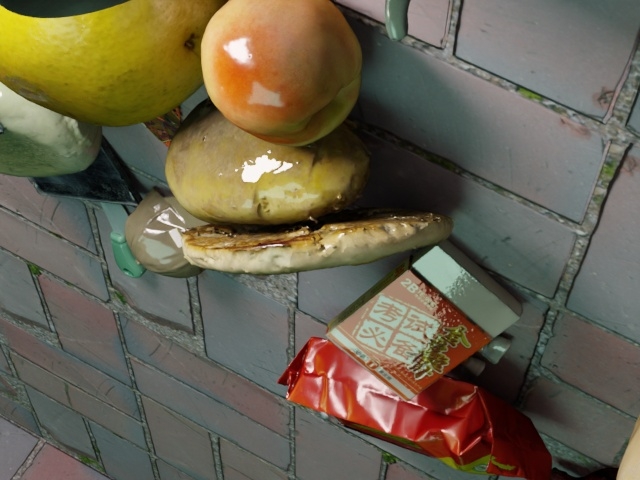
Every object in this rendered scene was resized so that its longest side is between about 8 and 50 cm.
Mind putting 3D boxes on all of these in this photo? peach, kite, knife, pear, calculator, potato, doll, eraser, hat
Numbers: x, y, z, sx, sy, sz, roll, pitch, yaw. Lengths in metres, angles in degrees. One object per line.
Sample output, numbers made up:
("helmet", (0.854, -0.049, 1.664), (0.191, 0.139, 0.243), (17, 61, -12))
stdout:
("peach", (-0.045, -0.193, 1.507), (0.184, 0.184, 0.184), (26, 153, 14))
("kite", (-0.239, -0.178, 1.934), (0.125, 0.008, 0.222), (28, 153, 17))
("knife", (-0.338, -0.022, 2.289), (0.063, 0.034, 0.260), (23, 149, 24))
("pear", (-0.285, -0.251, 1.599), (0.340, 0.191, 0.386), (24, 163, 5))
("calculator", (-0.404, -0.123, 2.184), (0.262, 0.021, 0.161), (8, 139, 40))
("potato", (-0.065, -0.102, 1.656), (0.296, 0.191, 0.141), (13, 150, 38))
("doll", (0.149, 0.137, 1.960), (0.217, 0.085, 0.183), (17, 157, -8))
("eraser", (0.138, 0.109, 1.846), (0.157, 0.038, 0.230), (40, 123, -13))
("hat", (-0.202, 0.013, 2.098), (0.166, 0.144, 0.173), (47, 173, -31))

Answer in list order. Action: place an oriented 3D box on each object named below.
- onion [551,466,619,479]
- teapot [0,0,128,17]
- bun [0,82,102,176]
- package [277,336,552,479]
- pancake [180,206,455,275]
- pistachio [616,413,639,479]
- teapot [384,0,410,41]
("onion", (0.430, 0.427, 2.096), (0.218, 0.140, 0.195), (27, 160, 20))
("teapot", (-0.207, -0.417, 1.125), (0.376, 0.305, 0.361), (-31, 81, 30))
("bun", (-0.441, -0.207, 1.919), (0.293, 0.187, 0.293), (10, 168, 2))
("package", (0.146, 0.260, 2.072), (0.424, 0.123, 0.196), (15, 170, 37))
("pancake", (0.000, -0.002, 1.691), (0.356, 0.356, 0.065), (-3, 96, 50))
("pistachio", (0.487, 0.279, 1.672), (0.238, 0.229, 0.321), (60, 153, 22))
("teapot", (0.038, -0.329, 1.219), (0.193, 0.129, 0.294), (8, 145, 39))
